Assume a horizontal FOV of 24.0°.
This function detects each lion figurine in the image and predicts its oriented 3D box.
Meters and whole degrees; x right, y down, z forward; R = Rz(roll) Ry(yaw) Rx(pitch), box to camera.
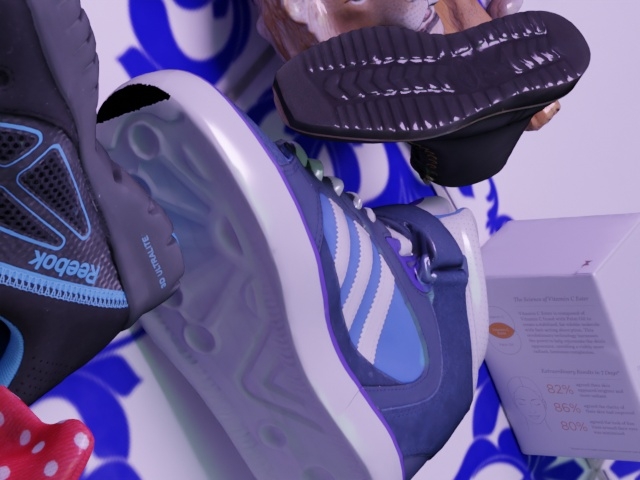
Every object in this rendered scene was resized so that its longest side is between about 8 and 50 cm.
[{"bbox_3d":[0.083,-0.214,1.071,0.240,0.142,0.392,45,41,-27],"label":"lion figurine"}]

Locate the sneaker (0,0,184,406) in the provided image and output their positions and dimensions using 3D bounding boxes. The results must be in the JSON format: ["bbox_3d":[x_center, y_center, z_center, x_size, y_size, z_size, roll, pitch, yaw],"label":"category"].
[{"bbox_3d":[-0.177,-0.049,0.720,0.139,0.125,0.340,-47,135,-25],"label":"sneaker"}]

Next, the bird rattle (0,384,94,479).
[{"bbox_3d":[-0.187,0.164,0.658,0.254,0.207,0.143,-3,104,-25],"label":"bird rattle"}]

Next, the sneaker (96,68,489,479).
[{"bbox_3d":[0.001,0.000,0.962,0.322,0.130,0.236,63,37,-18],"label":"sneaker"}]

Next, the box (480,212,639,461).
[{"bbox_3d":[0.202,0.075,1.163,0.091,0.130,0.170,-42,118,-41],"label":"box"}]

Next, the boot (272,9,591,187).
[{"bbox_3d":[0.057,-0.066,0.928,0.198,0.137,0.076,-8,64,-20],"label":"boot"}]
